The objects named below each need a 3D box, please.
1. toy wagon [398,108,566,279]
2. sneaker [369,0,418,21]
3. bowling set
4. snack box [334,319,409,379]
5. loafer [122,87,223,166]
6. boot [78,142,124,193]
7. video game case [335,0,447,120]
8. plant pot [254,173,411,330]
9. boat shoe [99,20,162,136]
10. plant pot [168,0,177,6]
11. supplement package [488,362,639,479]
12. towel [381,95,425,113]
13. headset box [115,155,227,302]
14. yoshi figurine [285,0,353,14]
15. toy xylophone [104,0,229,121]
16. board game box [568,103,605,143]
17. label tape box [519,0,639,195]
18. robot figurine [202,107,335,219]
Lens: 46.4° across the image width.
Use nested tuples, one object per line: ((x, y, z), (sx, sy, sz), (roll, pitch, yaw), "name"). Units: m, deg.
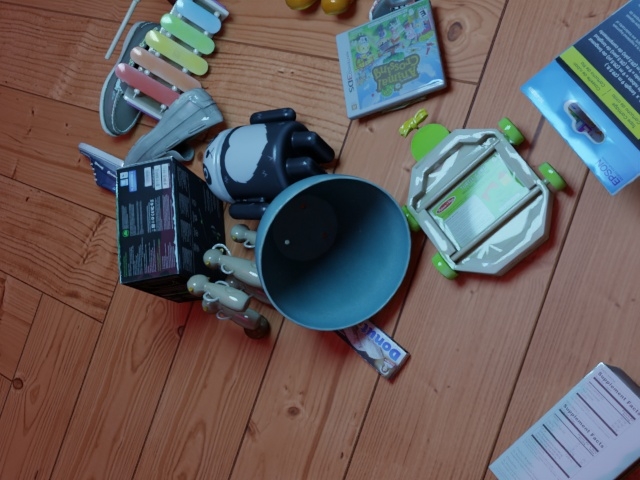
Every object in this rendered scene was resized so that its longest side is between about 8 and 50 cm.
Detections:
((0.270, -0.104, 1.376), (0.267, 0.068, 0.344), (-42, 61, 17), "toy wagon")
((0.171, -0.487, 1.523), (0.158, 0.061, 0.065), (-36, 70, 21), "sneaker")
((-0.176, 0.110, 1.527), (0.154, 0.287, 0.199), (21, 119, 15), "bowling set")
((0.089, 0.190, 1.449), (0.178, 0.022, 0.064), (39, 99, 32), "snack box")
((-0.353, -0.223, 1.754), (0.319, 0.112, 0.111), (-39, 91, 32), "loafer")
((-0.560, -0.183, 1.894), (0.190, 0.069, 0.086), (25, 90, 31), "boot")
((0.138, -0.363, 1.502), (0.212, 0.023, 0.193), (-16, 73, 26), "video game case")
((0.000, 0.000, 1.422), (0.290, 0.290, 0.195), (-61, 25, 6), "plant pot")
((-0.458, -0.401, 1.856), (0.091, 0.109, 0.305), (14, 84, 38), "boat shoe")
((-0.350, -0.742, 1.788), (0.267, 0.236, 0.267), (-43, 61, 16), "plant pot")
((0.410, 0.322, 1.157), (0.244, 0.139, 0.134), (-48, 59, 14), "supplement package")
((0.160, -0.338, 1.515), (0.110, 0.027, 0.148), (-16, 72, 27), "towel")
((-0.303, -0.010, 1.587), (0.131, 0.283, 0.246), (-10, 75, 13), "headset box")
((-0.043, -0.632, 1.496), (0.204, 0.362, 0.203), (-15, 39, -2), "yoshi figurine")
((-0.371, -0.453, 1.768), (0.322, 0.236, 0.081), (-66, 19, 10), "toy xylophone")
((0.474, -0.224, 1.299), (0.103, 0.026, 0.154), (-45, 61, 16), "board game box")
((0.541, -0.252, 1.193), (0.348, 0.115, 0.249), (-38, 63, 12), "label tape box")
((-0.114, -0.160, 1.555), (0.278, 0.209, 0.173), (-1, 119, 31), "robot figurine")
